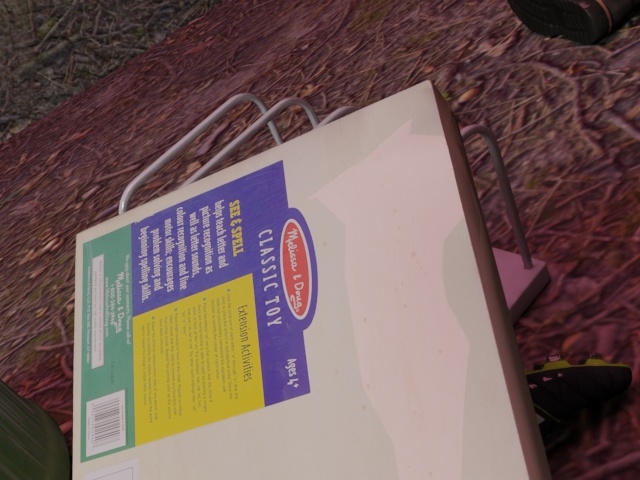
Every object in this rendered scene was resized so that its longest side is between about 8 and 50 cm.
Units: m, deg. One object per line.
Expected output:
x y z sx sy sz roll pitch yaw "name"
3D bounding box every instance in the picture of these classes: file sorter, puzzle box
0.000 0.000 0.740 0.278 0.173 0.193 17 52 44 "file sorter"
-0.014 0.131 0.496 0.272 0.052 0.408 -21 58 22 "puzzle box"

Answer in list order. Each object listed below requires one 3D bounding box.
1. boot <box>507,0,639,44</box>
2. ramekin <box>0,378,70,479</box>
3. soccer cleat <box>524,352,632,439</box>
0.323 -0.305 1.101 0.137 0.076 0.198 -30 39 -8 "boot"
-0.389 0.220 0.796 0.304 0.148 0.303 -18 37 14 "ramekin"
0.117 0.121 0.593 0.179 0.072 0.060 -14 -16 2 "soccer cleat"
